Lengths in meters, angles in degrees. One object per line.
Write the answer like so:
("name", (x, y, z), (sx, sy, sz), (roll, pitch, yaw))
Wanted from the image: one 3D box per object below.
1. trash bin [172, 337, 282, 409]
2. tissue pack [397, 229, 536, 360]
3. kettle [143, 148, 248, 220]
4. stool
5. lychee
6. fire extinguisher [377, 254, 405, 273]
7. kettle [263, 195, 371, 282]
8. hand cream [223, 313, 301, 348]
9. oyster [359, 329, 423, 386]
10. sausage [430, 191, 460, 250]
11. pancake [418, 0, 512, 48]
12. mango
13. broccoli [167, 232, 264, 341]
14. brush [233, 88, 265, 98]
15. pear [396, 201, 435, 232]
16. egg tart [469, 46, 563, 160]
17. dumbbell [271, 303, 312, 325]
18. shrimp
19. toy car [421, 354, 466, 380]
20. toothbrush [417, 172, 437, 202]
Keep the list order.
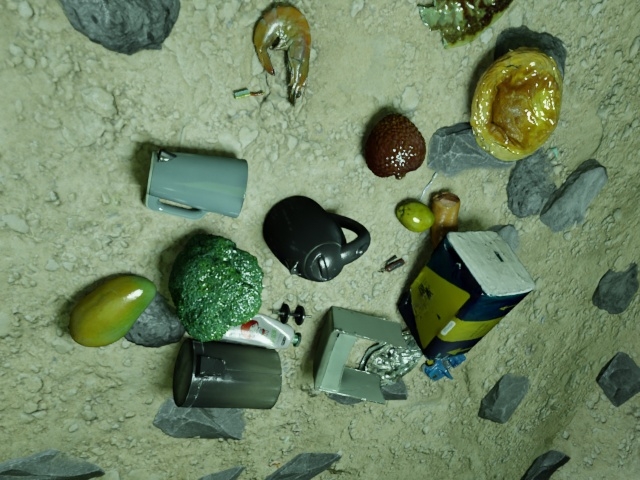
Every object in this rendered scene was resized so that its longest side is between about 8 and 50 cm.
("trash bin", (-0.287, 0.427, 1.481), (0.301, 0.203, 0.252), (15, 147, -30))
("tissue pack", (0.475, 0.192, 1.601), (0.253, 0.264, 0.417), (-4, 141, -25))
("kettle", (-0.334, -0.140, 1.246), (0.243, 0.160, 0.211), (8, 139, -19))
("stool", (0.128, 0.397, 1.626), (0.269, 0.170, 0.244), (15, 109, -5))
("lychee", (0.220, -0.271, 1.391), (0.194, 0.194, 0.195), (-10, 117, -20))
("fire extinguisher", (0.252, 0.084, 1.661), (0.100, 0.032, 0.046), (-23, 132, -19))
("kettle", (0.000, 0.000, 1.357), (0.268, 0.290, 0.208), (-23, 120, -14))
("hand cream", (-0.221, 0.292, 1.540), (0.335, 0.076, 0.121), (19, 104, -23))
("oyster", (0.298, 0.446, 1.795), (0.350, 0.158, 0.162), (-33, 149, 13))
("sausage", (0.436, -0.038, 1.637), (0.108, 0.109, 0.271), (-22, 124, -13))
("pancake", (0.446, -0.762, 1.338), (0.304, 0.067, 0.427), (8, 111, -19))
("mango", (-0.574, 0.192, 1.296), (0.251, 0.114, 0.156), (-41, 116, 0))
("broccoli", (-0.290, 0.134, 1.326), (0.308, 0.308, 0.275), (-48, 161, 3))
("brush", (-0.188, -0.392, 1.245), (0.083, 0.019, 0.021), (-14, 109, -16))
("pear", (0.317, -0.079, 1.566), (0.131, 0.107, 0.107), (7, 111, -24))
("egg tart", (0.616, -0.435, 1.506), (0.351, 0.150, 0.352), (-7, 113, -16))
("dumbbell", (-0.094, 0.247, 1.563), (0.147, 0.069, 0.070), (11, 109, -27))
("shrimp", (-0.089, -0.478, 1.227), (0.150, 0.068, 0.249), (-12, 114, -4))
("toy car", (0.522, 0.514, 1.946), (0.191, 0.100, 0.097), (-40, 127, 3))
("toothbrush", (0.360, -0.173, 1.598), (0.011, 0.013, 0.131), (24, 103, -21))
